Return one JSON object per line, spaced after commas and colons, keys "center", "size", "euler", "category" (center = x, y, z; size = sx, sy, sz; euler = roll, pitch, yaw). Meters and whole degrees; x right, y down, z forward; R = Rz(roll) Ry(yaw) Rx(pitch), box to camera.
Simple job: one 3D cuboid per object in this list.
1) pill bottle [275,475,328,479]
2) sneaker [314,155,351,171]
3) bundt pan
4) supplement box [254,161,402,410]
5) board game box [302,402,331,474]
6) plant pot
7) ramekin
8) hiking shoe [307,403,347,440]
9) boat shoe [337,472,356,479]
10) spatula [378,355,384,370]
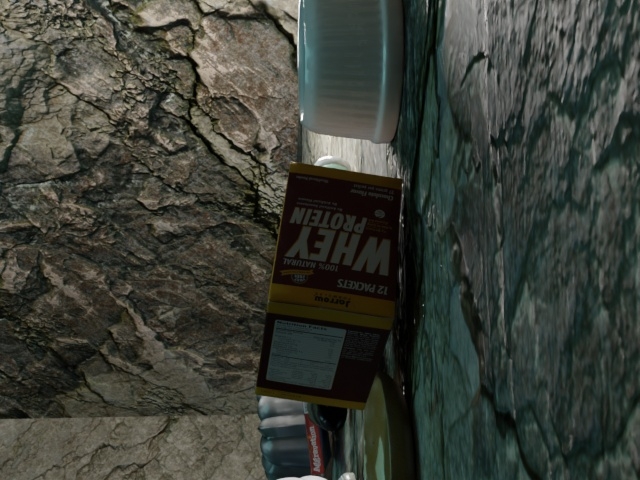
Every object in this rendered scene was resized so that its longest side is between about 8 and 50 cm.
{"center": [-0.070, 0.494, 1.546], "size": [0.323, 0.181, 0.182], "euler": [-24, -63, -63], "category": "pill bottle"}
{"center": [0.000, 0.000, 1.627], "size": [0.256, 0.094, 0.151], "euler": [98, 177, -48], "category": "sneaker"}
{"center": [-0.068, 0.408, 2.155], "size": [0.331, 0.124, 0.331], "euler": [-5, -90, -87], "category": "bundt pan"}
{"center": [0.008, 0.053, 1.092], "size": [0.194, 0.129, 0.191], "euler": [102, 176, -52], "category": "supplement box"}
{"center": [-0.006, 0.363, 1.892], "size": [0.281, 0.027, 0.145], "euler": [64, -161, -83], "category": "board game box"}
{"center": [0.077, 0.261, 1.092], "size": [0.236, 0.032, 0.236], "euler": [180, 90, -87], "category": "plant pot"}
{"center": [0.030, -0.219, 1.156], "size": [0.207, 0.109, 0.207], "euler": [180, 90, -85], "category": "ramekin"}
{"center": [0.021, 0.213, 1.626], "size": [0.114, 0.086, 0.227], "euler": [-159, 62, -71], "category": "hiking shoe"}
{"center": [0.026, 0.463, 1.449], "size": [0.079, 0.081, 0.228], "euler": [105, 164, -74], "category": "boat shoe"}
{"center": [0.057, 0.181, 1.354], "size": [0.296, 0.030, 0.084], "euler": [113, 156, -78], "category": "spatula"}
